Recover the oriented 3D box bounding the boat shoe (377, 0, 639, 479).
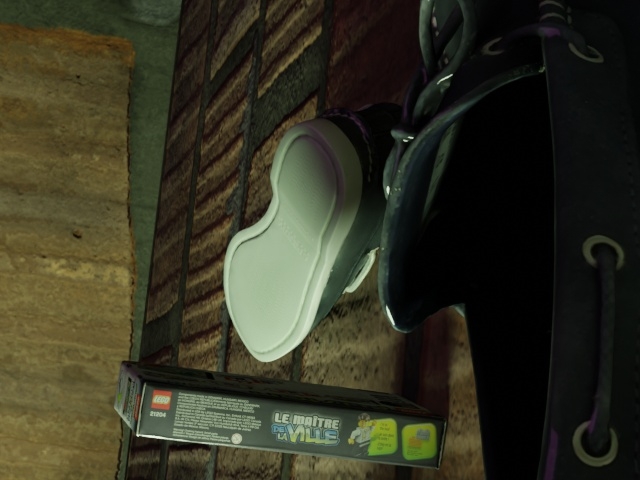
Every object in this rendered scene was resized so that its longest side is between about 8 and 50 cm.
[{"bbox_3d":[0.100,-0.032,0.654,0.500,0.156,0.187,-101,13,-49],"label":"boat shoe"}]

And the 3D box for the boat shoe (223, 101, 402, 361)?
[{"bbox_3d":[0.000,0.000,1.198,0.114,0.091,0.302,58,148,16],"label":"boat shoe"}]

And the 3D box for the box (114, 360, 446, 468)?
[{"bbox_3d":[-0.030,0.118,1.001,0.114,0.207,0.036,-169,88,-75],"label":"box"}]
